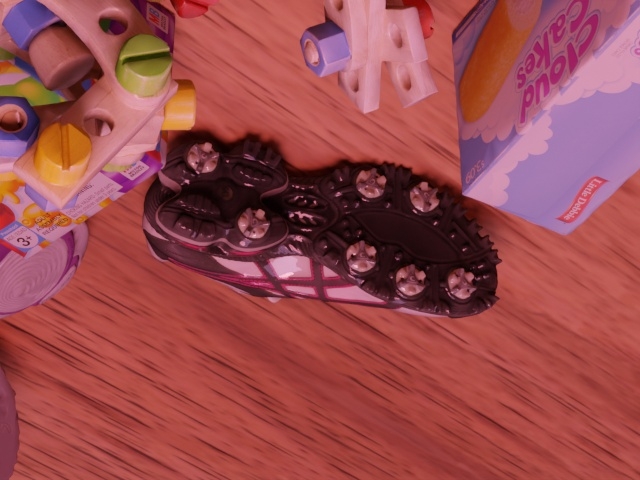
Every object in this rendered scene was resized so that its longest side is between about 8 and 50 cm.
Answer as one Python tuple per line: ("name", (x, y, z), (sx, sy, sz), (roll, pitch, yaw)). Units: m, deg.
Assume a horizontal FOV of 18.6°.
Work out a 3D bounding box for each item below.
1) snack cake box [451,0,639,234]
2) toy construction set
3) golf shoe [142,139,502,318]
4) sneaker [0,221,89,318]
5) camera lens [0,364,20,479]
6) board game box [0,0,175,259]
("snack cake box", (0.190, -0.144, 1.226), (0.089, 0.152, 0.264), (20, 136, -22))
("toy construction set", (-0.069, -0.143, 1.148), (0.327, 0.215, 0.151), (-16, 158, -36))
("golf shoe", (0.000, 0.000, 1.461), (0.273, 0.105, 0.120), (17, 154, -10))
("sneaker", (-0.275, -0.038, 1.406), (0.114, 0.152, 0.305), (-42, 151, 8))
("camera lens", (-0.405, 0.176, 1.562), (0.274, 0.219, 0.219), (-29, 132, 31))
("board game box", (-0.242, -0.134, 1.247), (0.142, 0.144, 0.275), (-31, 132, 32))
